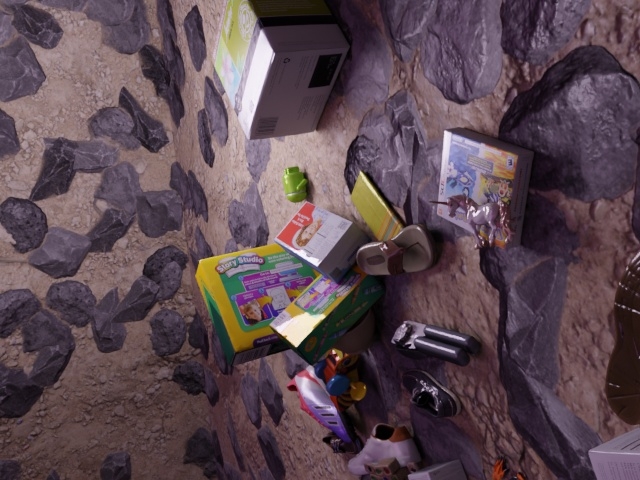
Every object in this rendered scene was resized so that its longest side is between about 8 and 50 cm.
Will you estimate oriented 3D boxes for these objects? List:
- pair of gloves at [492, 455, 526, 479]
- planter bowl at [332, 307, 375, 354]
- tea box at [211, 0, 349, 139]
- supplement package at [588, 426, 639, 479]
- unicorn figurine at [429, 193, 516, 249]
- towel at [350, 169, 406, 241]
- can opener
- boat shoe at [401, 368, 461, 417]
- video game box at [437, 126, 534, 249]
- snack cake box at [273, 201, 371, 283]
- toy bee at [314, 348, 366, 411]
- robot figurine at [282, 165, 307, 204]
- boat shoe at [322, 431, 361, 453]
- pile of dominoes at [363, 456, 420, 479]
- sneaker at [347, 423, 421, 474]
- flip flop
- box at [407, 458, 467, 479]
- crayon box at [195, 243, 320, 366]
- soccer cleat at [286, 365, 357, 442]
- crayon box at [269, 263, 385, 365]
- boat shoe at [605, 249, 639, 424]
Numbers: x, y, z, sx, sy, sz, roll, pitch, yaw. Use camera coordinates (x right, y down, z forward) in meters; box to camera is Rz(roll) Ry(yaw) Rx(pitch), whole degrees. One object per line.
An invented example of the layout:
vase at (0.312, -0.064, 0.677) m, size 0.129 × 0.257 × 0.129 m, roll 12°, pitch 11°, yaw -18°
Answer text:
pair of gloves at (0.401, 0.504, 1.347) m, size 0.083 × 0.010 × 0.074 m, roll 41°, pitch 135°, yaw 46°
planter bowl at (0.084, 0.242, 1.722) m, size 0.162 × 0.162 × 0.109 m, roll 25°, pitch 150°, yaw 58°
tea box at (-0.123, -0.507, 1.713) m, size 0.323 × 0.220 × 0.329 m, roll 65°, pitch 151°, yaw 25°
supplement package at (0.536, 0.337, 0.800) m, size 0.263 × 0.198 × 0.199 m, roll -34°, pitch 70°, yaw 62°
unicorn figurine at (0.296, -0.040, 1.181) m, size 0.162 × 0.060 × 0.111 m, roll -14°, pitch 89°, yaw 47°
towel at (0.149, -0.064, 1.595) m, size 0.237 × 0.021 × 0.102 m, roll 59°, pitch 144°, yaw 34°
can opener at (0.262, 0.238, 1.462) m, size 0.093 × 0.074 × 0.280 m, roll 48°, pitch 161°, yaw -17°
boat shoe at (0.248, 0.369, 1.526) m, size 0.206 × 0.065 × 0.075 m, roll 22°, pitch 120°, yaw 59°
video game box at (0.311, -0.105, 1.227) m, size 0.205 × 0.048 × 0.187 m, roll 36°, pitch 134°, yaw 53°
snack cake box at (0.000, 0.000, 1.742) m, size 0.089 × 0.152 × 0.264 m, roll 43°, pitch 173°, yaw -33°
toy bee at (0.071, 0.370, 1.818) m, size 0.195 × 0.162 × 0.298 m, roll 53°, pitch 170°, yaw 27°
robot figurine at (-0.079, -0.168, 1.940) m, size 0.101 × 0.067 × 0.115 m, roll -8°, pitch 94°, yaw 65°
boat shoe at (0.065, 0.646, 2.000) m, size 0.183 × 0.066 × 0.066 m, roll -19°, pitch 84°, yaw 63°
pile of dominoes at (0.219, 0.678, 1.625) m, size 0.196 × 0.040 × 0.251 m, roll -30°, pitch 89°, yaw 48°
sneaker at (0.165, 0.571, 1.748) m, size 0.290 × 0.106 × 0.123 m, roll -37°, pitch 64°, yaw 49°
flip flop at (0.168, 0.036, 1.492) m, size 0.277 × 0.080 × 0.112 m, roll -16°, pitch 96°, yaw 53°
box at (0.284, 0.582, 1.507) m, size 0.101 × 0.102 × 0.087 m, roll -48°, pitch 56°, yaw 58°
crayon box at (-0.147, 0.171, 1.885) m, size 0.313 × 0.363 × 0.106 m, roll 63°, pitch 150°, yaw 27°
soccer cleat at (0.005, 0.528, 1.985) m, size 0.318 × 0.116 × 0.108 m, roll 48°, pitch 167°, yaw 47°
crayon box at (0.016, 0.179, 1.672) m, size 0.081 × 0.278 × 0.165 m, roll 53°, pitch 166°, yaw -29°
boat shoe at (0.495, 0.130, 0.913) m, size 0.109 × 0.098 × 0.302 m, roll -125°, pitch 30°, yaw -62°
